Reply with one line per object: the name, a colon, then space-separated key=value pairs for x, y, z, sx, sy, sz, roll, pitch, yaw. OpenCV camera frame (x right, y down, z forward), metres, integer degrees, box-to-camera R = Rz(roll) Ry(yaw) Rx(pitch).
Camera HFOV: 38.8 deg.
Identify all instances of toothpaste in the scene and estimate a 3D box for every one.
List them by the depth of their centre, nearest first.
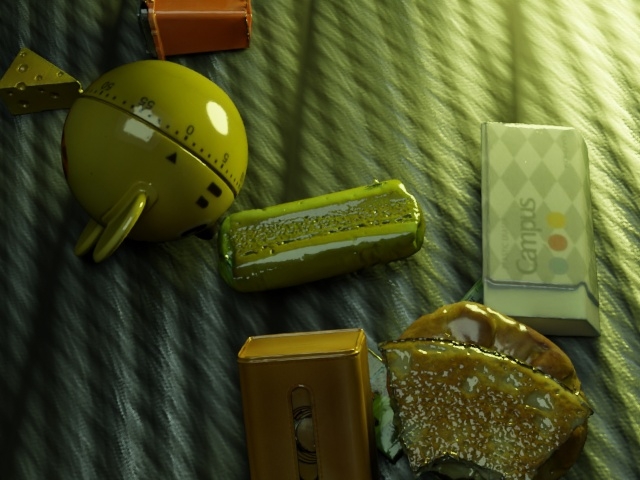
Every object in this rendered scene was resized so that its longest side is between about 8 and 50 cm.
toothpaste: x=0.271 y=0.106 z=1.603 sx=0.048 sy=0.029 sz=0.197 roll=42 pitch=70 yaw=16

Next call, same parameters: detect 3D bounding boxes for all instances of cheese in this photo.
cheese: x=-0.580 y=-0.329 z=1.950 sx=0.171 sy=0.093 sz=0.126 roll=15 pitch=63 yaw=15

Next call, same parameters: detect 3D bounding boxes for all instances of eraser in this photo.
eraser: x=0.389 y=-0.026 z=1.620 sx=0.213 sy=0.082 sz=0.396 roll=3 pitch=61 yaw=5

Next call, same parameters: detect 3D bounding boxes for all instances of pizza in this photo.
pizza: x=0.218 y=0.260 z=1.297 sx=0.324 sy=0.089 sz=0.223 roll=16 pitch=61 yaw=7

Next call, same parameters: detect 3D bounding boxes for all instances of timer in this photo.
timer: x=-0.320 y=-0.124 z=1.664 sx=0.376 sy=0.376 sz=0.386 roll=24 pitch=78 yaw=21

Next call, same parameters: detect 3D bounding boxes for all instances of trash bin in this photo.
trash bin: x=-0.268 y=-0.497 z=1.954 sx=0.239 sy=0.184 sz=0.161 roll=-1 pitch=60 yaw=2

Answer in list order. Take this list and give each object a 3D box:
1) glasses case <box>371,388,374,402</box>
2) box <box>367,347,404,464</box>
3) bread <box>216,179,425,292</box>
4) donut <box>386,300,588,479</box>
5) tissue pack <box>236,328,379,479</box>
glasses case: x=0.000 y=0.294 z=1.500 sx=0.195 sy=0.049 sz=0.073 roll=-35 pitch=66 yaw=6
box: x=0.092 y=0.270 z=1.536 sx=0.193 sy=0.030 sz=0.121 roll=38 pitch=72 yaw=25
bread: x=0.000 y=0.000 z=1.658 sx=0.384 sy=0.112 sz=0.166 roll=-13 pitch=55 yaw=1
donut: x=0.257 y=0.253 z=1.428 sx=0.299 sy=0.150 sz=0.317 roll=-15 pitch=69 yaw=-7
tissue pack: x=-0.014 y=0.289 z=1.402 sx=0.195 sy=0.145 sz=0.274 roll=-6 pitch=97 yaw=4
